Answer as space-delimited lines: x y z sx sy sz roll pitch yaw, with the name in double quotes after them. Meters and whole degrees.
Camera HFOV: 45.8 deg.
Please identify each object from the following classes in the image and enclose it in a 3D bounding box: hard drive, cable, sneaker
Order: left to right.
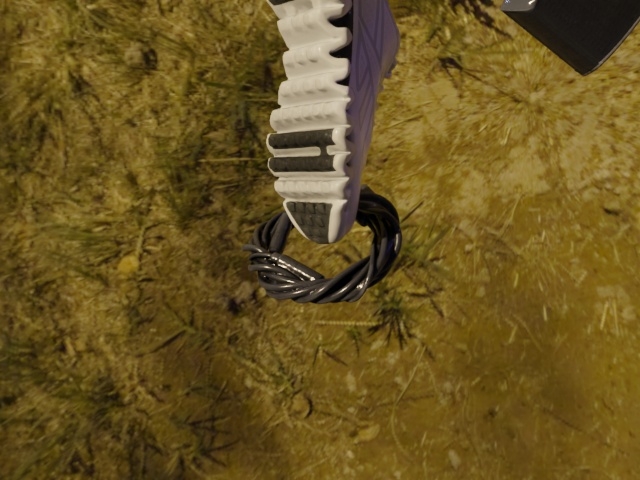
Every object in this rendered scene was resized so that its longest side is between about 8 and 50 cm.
0.000 0.000 0.737 0.150 0.184 0.047 -24 125 -6 "cable"
0.021 -0.142 0.679 0.110 0.118 0.292 14 108 48 "sneaker"
0.349 -0.346 0.914 0.172 0.054 0.255 30 96 -23 "hard drive"
